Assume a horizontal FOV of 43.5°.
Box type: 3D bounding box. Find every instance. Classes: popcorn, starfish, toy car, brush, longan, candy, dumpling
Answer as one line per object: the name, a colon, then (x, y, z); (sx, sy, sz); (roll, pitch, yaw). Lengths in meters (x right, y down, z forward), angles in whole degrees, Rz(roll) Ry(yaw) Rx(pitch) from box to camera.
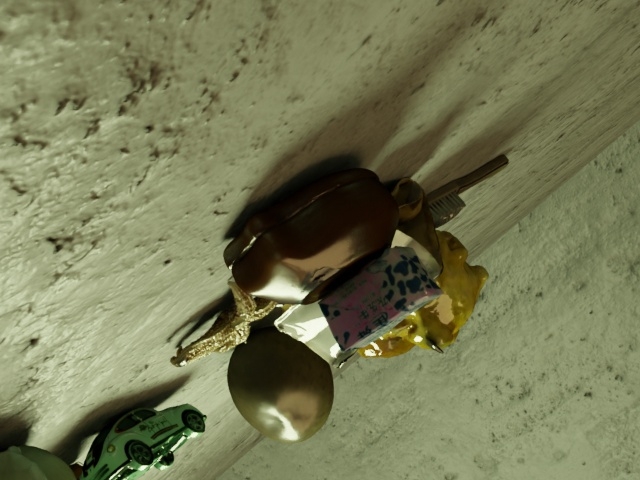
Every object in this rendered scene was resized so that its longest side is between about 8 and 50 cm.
popcorn: (0.184, 0.123, 1.626); (0.316, 0.281, 0.297); (-40, 129, 16)
starfish: (-0.150, 0.135, 1.342); (0.238, 0.071, 0.216); (-42, 172, -10)
toy car: (-0.343, 0.386, 1.528); (0.136, 0.125, 0.306); (-48, 169, 23)
brush: (0.304, -0.098, 1.708); (0.327, 0.065, 0.070); (-30, 161, -33)
longan: (-0.084, 0.285, 1.620); (0.215, 0.246, 0.246); (-52, 164, 7)
candy: (0.082, 0.081, 1.142); (0.160, 0.092, 0.073); (-38, 162, 23)
dumpling: (-0.459, 0.413, 1.214); (0.270, 0.211, 0.320); (5, 168, -13)

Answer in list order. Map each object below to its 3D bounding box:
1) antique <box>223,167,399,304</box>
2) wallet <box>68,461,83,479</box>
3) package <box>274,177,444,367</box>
antique: (0.000, 0.000, 1.142); (0.278, 0.129, 0.223); (-19, 160, -50)
wallet: (-0.455, 0.486, 1.489); (0.161, 0.196, 0.042); (-20, 118, -53)
package: (0.044, 0.041, 1.406); (0.165, 0.221, 0.311); (25, 128, -28)
